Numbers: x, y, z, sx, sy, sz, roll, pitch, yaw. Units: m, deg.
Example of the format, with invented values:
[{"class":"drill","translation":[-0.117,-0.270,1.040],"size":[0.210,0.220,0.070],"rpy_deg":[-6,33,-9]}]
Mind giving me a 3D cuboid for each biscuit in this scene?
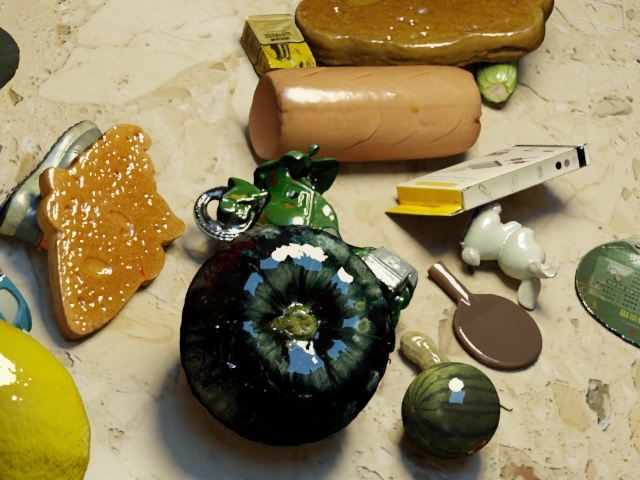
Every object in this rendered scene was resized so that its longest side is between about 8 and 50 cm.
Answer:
[{"class":"biscuit","translation":[-0.240,-0.011,1.771],"size":[0.183,0.043,0.280],"rpy_deg":[27,58,-26]},{"class":"biscuit","translation":[0.130,-0.344,2.216],"size":[0.381,0.074,0.359],"rpy_deg":[-25,49,-20]}]

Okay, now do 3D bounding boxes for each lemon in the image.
[{"class":"lemon","translation":[-0.324,0.187,1.452],"size":[0.240,0.240,0.219],"rpy_deg":[45,6,24]}]

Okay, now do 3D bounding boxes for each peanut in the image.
[{"class":"peanut","translation":[0.123,0.135,1.801],"size":[0.037,0.037,0.083],"rpy_deg":[-22,62,-35]}]

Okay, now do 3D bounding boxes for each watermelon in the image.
[{"class":"watermelon","translation":[0.152,0.182,1.714],"size":[0.133,0.105,0.105],"rpy_deg":[-2,47,-29]}]

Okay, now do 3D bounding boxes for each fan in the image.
[{"class":"fan","translation":[0.459,0.061,2.014],"size":[0.294,0.012,0.223],"rpy_deg":[-27,61,-37]}]

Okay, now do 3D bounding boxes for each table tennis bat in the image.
[{"class":"table tennis bat","translation":[0.204,0.054,1.849],"size":[0.107,0.119,0.170],"rpy_deg":[-26,62,-38]}]

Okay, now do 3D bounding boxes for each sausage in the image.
[{"class":"sausage","translation":[0.066,-0.160,2.009],"size":[0.304,0.121,0.121],"rpy_deg":[-4,48,-22]}]

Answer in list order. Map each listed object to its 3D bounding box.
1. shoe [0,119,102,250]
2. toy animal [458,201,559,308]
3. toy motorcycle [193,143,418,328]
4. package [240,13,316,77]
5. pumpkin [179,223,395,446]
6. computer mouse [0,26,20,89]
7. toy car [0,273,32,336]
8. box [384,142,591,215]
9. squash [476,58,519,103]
[{"class":"shoe","translation":[-0.295,-0.059,1.819],"size":[0.077,0.074,0.194],"rpy_deg":[36,47,-1]},{"class":"toy animal","translation":[0.232,0.013,1.935],"size":[0.124,0.071,0.085],"rpy_deg":[29,43,9]},{"class":"toy motorcycle","translation":[0.000,0.000,1.833],"size":[0.275,0.124,0.187],"rpy_deg":[39,56,16]},{"class":"package","translation":[-0.051,-0.242,2.102],"size":[0.071,0.047,0.131],"rpy_deg":[-8,52,-30]},{"class":"pumpkin","translation":[-0.037,0.099,1.659],"size":[0.233,0.163,0.233],"rpy_deg":[2,78,-10]},{"class":"computer mouse","translation":[-0.474,-0.190,1.865],"size":[0.137,0.086,0.270],"rpy_deg":[32,35,20]},{"class":"toy car","translation":[-0.436,0.046,1.581],"size":[0.314,0.198,0.166],"rpy_deg":[31,65,7]},{"class":"box","translation":[0.210,-0.079,1.993],"size":[0.247,0.033,0.129],"rpy_deg":[-20,15,-35]},{"class":"squash","translation":[0.253,-0.277,2.234],"size":[0.066,0.066,0.229],"rpy_deg":[16,43,-4]}]
